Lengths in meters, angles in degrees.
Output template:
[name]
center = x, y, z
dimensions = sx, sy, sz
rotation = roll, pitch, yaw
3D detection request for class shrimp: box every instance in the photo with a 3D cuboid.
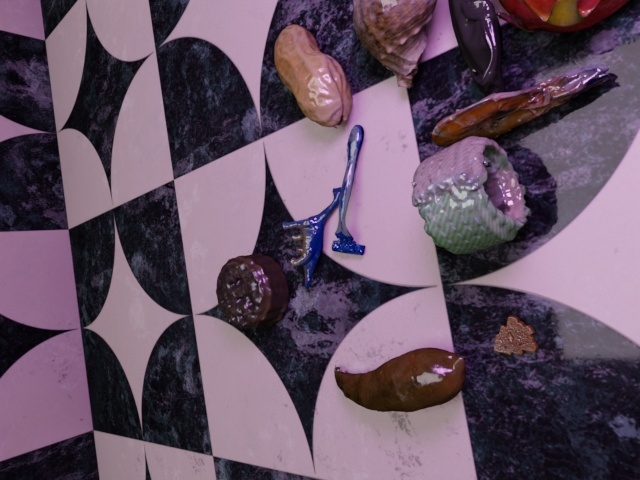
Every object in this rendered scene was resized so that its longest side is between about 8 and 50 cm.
[shrimp]
center = 0.348, -0.245, 0.887
dimensions = 0.317, 0.164, 0.062
rotation = -20, 80, 34

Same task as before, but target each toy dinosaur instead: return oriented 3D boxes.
[toy dinosaur]
center = 0.000, 0.000, 1.282
dimensions = 0.188, 0.075, 0.247
rotation = -17, 76, 31

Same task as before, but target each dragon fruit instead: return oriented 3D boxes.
[dragon fruit]
center = 0.403, -0.497, 0.798
dimensions = 0.291, 0.189, 0.290
rotation = 4, 96, 42

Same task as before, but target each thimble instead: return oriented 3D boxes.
[thimble]
center = 0.281, -0.085, 0.917
dimensions = 0.150, 0.219, 0.218
rotation = -26, 76, 41

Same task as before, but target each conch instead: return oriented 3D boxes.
[conch]
center = 0.141, -0.471, 1.015
dimensions = 0.210, 0.159, 0.291
rotation = 36, 131, 49

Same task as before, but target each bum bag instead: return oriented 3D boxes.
[bum bag]
center = 0.303, -0.426, 0.945
dimensions = 0.080, 0.142, 0.326
rotation = -15, 87, 10

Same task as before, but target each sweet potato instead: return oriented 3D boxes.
[sweet potato]
center = 0.167, 0.328, 1.120
dimensions = 0.423, 0.131, 0.130
rotation = -28, 74, 50

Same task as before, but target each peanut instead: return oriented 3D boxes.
[peanut]
center = -0.024, -0.419, 1.225
dimensions = 0.149, 0.149, 0.313
rotation = -50, 56, 32

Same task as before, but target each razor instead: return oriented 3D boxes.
[razor]
center = 0.072, -0.127, 1.209
dimensions = 0.093, 0.056, 0.323
rotation = 9, 98, 35

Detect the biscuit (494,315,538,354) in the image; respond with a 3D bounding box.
[biscuit]
center = 0.388, 0.199, 0.977
dimensions = 0.092, 0.016, 0.082
rotation = -48, 67, 34

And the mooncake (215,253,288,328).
[mooncake]
center = -0.205, 0.150, 1.433
dimensions = 0.228, 0.124, 0.228
rotation = 3, 95, 40
